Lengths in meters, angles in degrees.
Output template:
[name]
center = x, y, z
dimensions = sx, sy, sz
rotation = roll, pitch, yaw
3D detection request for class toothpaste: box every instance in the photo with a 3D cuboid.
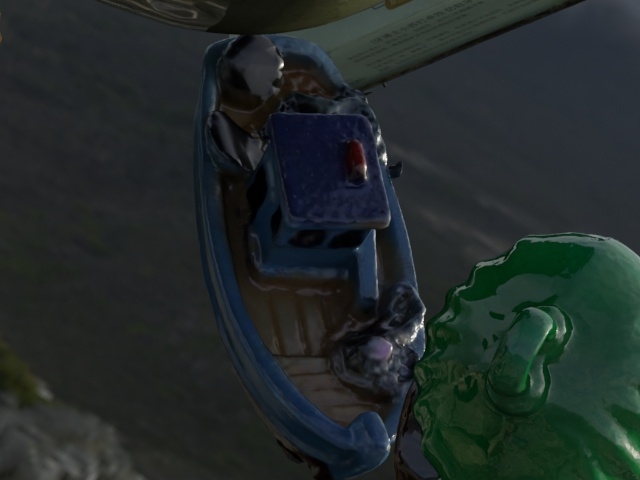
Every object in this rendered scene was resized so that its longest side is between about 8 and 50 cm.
[toothpaste]
center = 0.078, -0.160, 1.110
dimensions = 0.071, 0.313, 0.089
rotation = 10, 67, -48

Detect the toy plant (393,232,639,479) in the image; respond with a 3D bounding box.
[toy plant]
center = 0.071, 0.068, 0.645
dimensions = 0.105, 0.142, 0.200
rotation = 27, -2, 21

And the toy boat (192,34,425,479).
[toy boat]
center = 0.000, 0.000, 0.850
dimensions = 0.100, 0.097, 0.223
rotation = 0, 58, -22

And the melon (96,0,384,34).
[melon]
center = -0.019, -0.221, 0.738
dimensions = 0.268, 0.268, 0.330
rotation = 34, -32, -5
